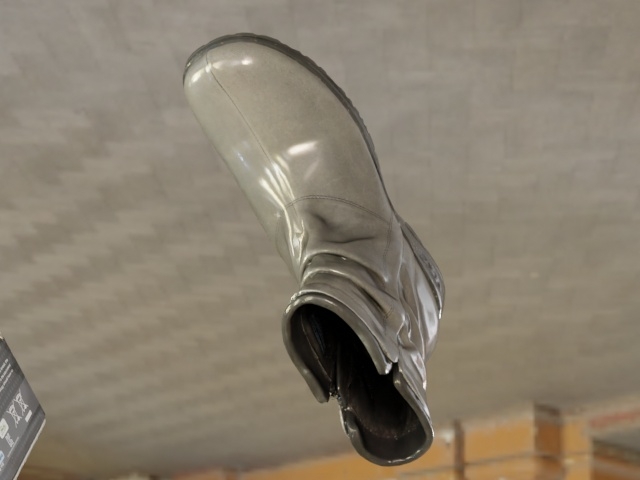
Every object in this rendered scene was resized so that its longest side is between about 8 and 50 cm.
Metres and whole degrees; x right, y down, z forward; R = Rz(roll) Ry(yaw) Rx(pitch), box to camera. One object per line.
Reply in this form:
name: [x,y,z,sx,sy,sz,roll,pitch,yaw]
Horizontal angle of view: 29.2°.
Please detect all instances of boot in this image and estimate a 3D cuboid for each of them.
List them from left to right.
boot: [0.000,0.000,0.980,0.118,0.222,0.338,-33,108,22]

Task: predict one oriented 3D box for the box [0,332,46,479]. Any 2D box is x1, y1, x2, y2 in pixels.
box: [-0.212,0.062,0.468,0.060,0.270,0.216,-18,112,13]
